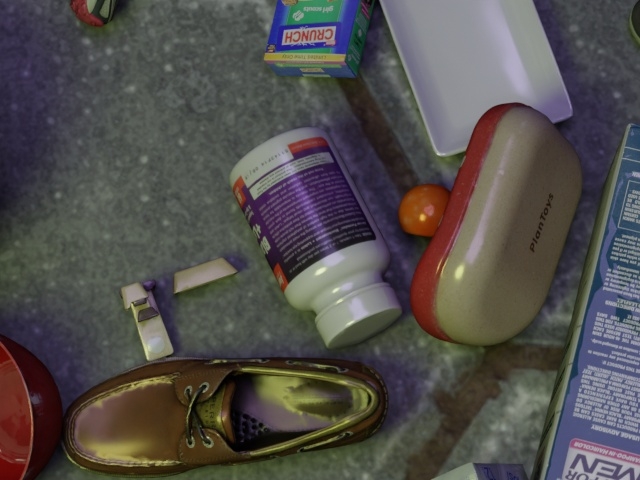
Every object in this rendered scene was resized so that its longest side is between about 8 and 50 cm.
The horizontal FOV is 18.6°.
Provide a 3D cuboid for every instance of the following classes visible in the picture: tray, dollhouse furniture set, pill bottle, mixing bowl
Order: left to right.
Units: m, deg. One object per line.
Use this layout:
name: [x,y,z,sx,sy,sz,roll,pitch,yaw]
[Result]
mixing bowl: [-0.303,0.160,1.786,0.181,0.098,0.181,0,91,30]
dollhouse furniture set: [-0.123,0.067,1.842,0.114,0.091,0.081,-19,87,-7]
pill bottle: [0.000,0.000,1.838,0.108,0.108,0.193,-25,72,-6]
tray: [0.140,-0.217,1.945,0.145,0.030,0.270,-17,72,-4]

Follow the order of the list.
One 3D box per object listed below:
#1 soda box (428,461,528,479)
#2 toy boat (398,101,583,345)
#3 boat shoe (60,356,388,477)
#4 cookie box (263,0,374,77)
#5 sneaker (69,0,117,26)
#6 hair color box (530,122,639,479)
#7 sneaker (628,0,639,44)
soda box: [0.051,0.282,1.681,0.286,0.098,0.091,-28,70,27]
toy boat: [0.139,-0.017,1.840,0.151,0.151,0.231,8,69,37]
boat shoe: [-0.092,0.152,1.786,0.307,0.104,0.111,-10,84,1]
cookie box: [0.001,-0.217,1.930,0.091,0.040,0.107,4,71,26]
sneaker: [-0.161,-0.346,1.959,0.112,0.121,0.299,30,82,-20]
hair color box: [0.276,0.090,1.764,0.105,0.174,0.347,15,74,6]
sneaker: [0.408,-0.201,1.883,0.222,0.118,0.083,23,74,9]
